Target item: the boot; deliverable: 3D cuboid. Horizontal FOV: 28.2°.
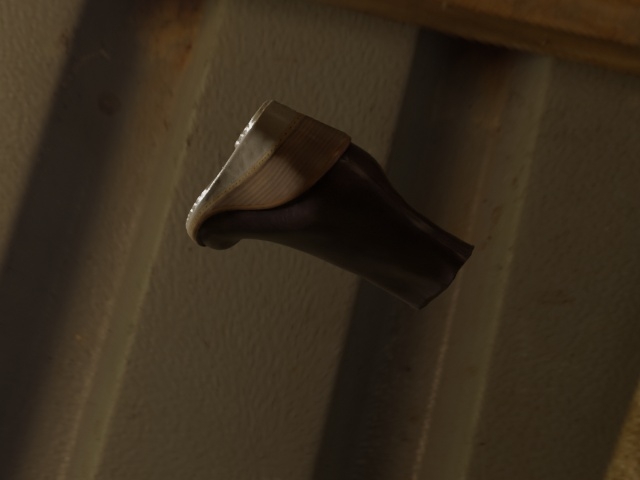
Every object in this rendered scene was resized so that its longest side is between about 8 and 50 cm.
[{"bbox_3d":[0.000,0.000,1.074,0.207,0.248,0.090,38,-117,-2],"label":"boot"}]
